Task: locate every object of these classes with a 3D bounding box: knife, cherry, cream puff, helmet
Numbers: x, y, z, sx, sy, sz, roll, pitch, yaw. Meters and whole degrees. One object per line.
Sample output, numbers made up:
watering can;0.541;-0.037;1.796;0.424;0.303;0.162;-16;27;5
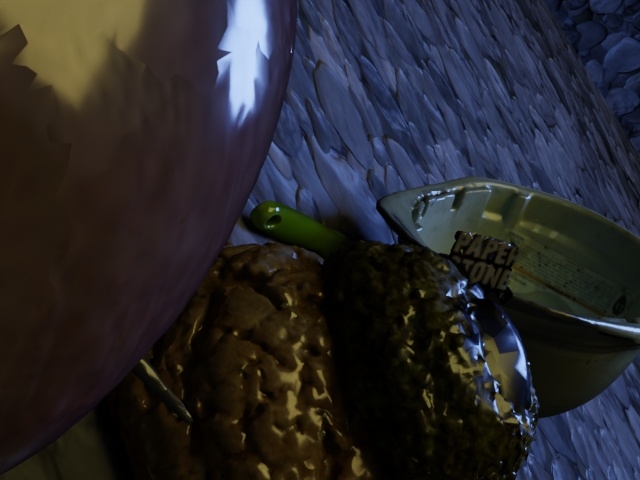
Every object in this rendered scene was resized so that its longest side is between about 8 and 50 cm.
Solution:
knife;0.000;0.000;1.015;0.026;0.022;0.184;42;8;24
cherry;-0.133;-0.068;0.401;0.307;0.221;0.261;41;20;-12
cream puff;0.017;0.063;0.723;0.183;0.169;0.183;52;22;-31
helmet;0.121;0.058;1.106;0.204;0.137;0.257;32;22;27
